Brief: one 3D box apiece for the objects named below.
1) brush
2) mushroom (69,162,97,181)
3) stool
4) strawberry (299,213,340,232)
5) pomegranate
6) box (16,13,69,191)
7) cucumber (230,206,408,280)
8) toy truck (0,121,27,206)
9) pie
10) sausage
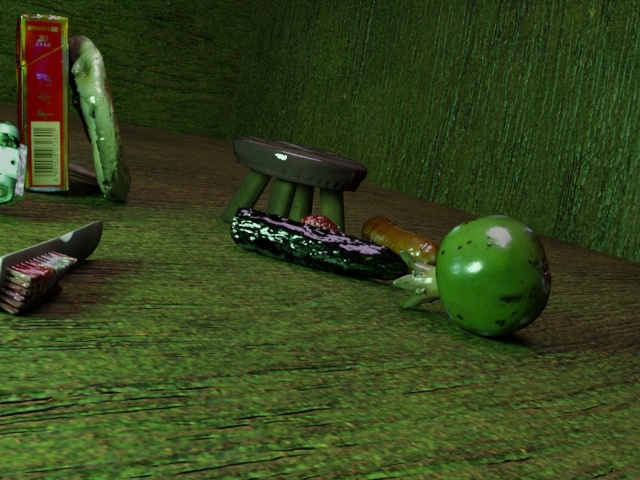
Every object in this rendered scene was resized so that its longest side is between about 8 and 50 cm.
[{"bbox_3d":[-0.300,0.026,1.017,0.050,0.060,0.321,25,9,-1],"label":"brush"},{"bbox_3d":[-0.573,-0.163,1.899,0.306,0.043,0.068,13,-16,13],"label":"mushroom"},{"bbox_3d":[-0.055,-0.098,1.745,0.272,0.178,0.272,13,9,-2],"label":"stool"},{"bbox_3d":[0.000,0.000,1.562,0.096,0.083,0.083,19,8,-3],"label":"strawberry"},{"bbox_3d":[0.220,0.054,1.282,0.224,0.181,0.181,-8,-3,32],"label":"pomegranate"},{"bbox_3d":[-0.522,-0.261,1.650,0.089,0.313,0.197,-1,13,-20],"label":"box"},{"bbox_3d":[-0.003,0.012,1.473,0.303,0.072,0.081,15,9,11],"label":"cucumber"},{"bbox_3d":[-0.569,-0.115,1.288,0.260,0.135,0.128,10,53,-25],"label":"toy truck"},{"bbox_3d":[-0.422,-0.220,1.687,0.075,0.337,0.337,-17,18,-15],"label":"pie"},{"bbox_3d":[0.141,0.005,1.711,0.103,0.076,0.302,10,9,-15],"label":"sausage"}]
